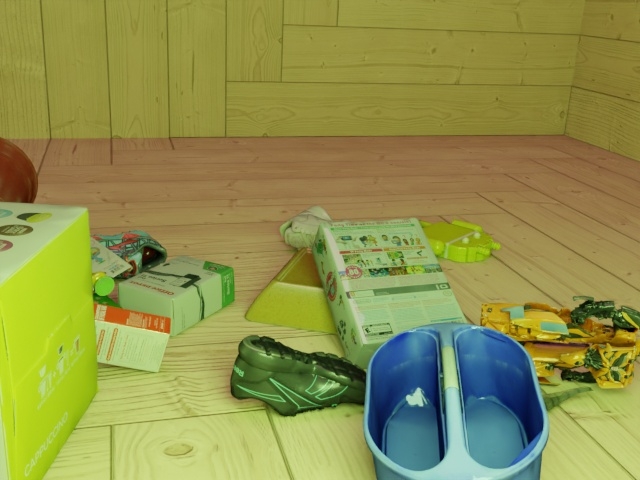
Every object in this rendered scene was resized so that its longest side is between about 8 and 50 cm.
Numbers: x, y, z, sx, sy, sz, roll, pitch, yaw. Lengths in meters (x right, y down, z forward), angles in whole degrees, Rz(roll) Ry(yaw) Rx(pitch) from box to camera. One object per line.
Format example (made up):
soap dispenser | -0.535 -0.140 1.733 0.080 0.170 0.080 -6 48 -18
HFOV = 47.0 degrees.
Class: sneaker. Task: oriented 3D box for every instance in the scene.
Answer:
sneaker | 0.000 0.000 1.933 0.152 0.114 0.305 -22 24 -23
sneaker | -0.472 0.040 1.719 0.125 0.104 0.262 22 28 36
sneaker | -0.025 0.239 1.232 0.267 0.106 0.101 19 9 -17

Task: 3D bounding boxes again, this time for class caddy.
caddy | 0.186 0.242 1.030 0.241 0.179 0.341 -5 27 8

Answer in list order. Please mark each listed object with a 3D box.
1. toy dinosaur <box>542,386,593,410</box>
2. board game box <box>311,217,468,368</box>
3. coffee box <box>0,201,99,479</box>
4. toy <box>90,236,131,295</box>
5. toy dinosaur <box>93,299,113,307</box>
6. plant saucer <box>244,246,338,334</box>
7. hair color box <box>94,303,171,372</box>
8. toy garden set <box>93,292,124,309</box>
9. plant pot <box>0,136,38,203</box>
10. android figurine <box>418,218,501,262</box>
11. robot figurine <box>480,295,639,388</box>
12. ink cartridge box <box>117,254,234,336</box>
toy dinosaur | 0.332 0.265 1.239 0.268 0.064 0.118 -15 43 -36
board game box | 0.130 0.096 1.461 0.224 0.097 0.303 -3 49 -18
coffee box | -0.533 0.146 1.046 0.334 0.338 0.337 4 19 1
toy | -0.509 0.067 1.572 0.137 0.056 0.237 -35 35 -27
toy dinosaur | -0.413 0.143 1.378 0.092 0.053 0.183 -8 25 -45
plant saucer | 0.037 0.101 1.650 0.332 0.081 0.333 7 20 13
hair color box | -0.358 0.171 1.304 0.167 0.093 0.053 13 28 -17
toy garden set | -0.482 0.178 1.404 0.244 0.049 0.204 -9 26 -43
plant pot | -0.866 -0.099 1.858 0.272 0.272 0.265 -3 28 -16
android figurine | 0.359 -0.002 2.031 0.273 0.056 0.248 17 23 40
robot figurine | 0.428 0.190 1.300 0.291 0.211 0.085 4 41 14
ink cartridge box | -0.303 0.112 1.557 0.153 0.087 0.208 12 22 26
